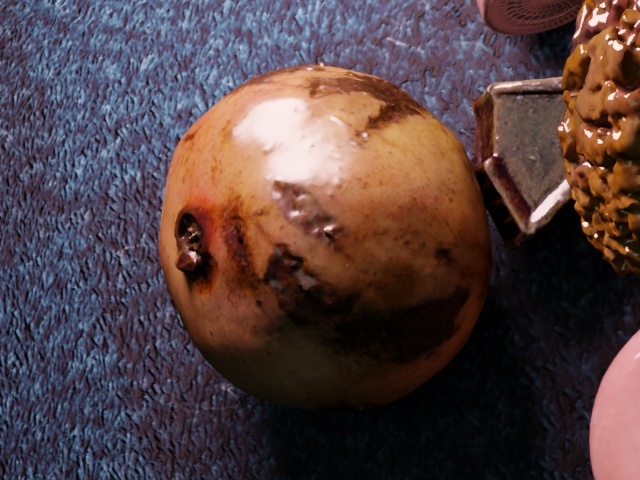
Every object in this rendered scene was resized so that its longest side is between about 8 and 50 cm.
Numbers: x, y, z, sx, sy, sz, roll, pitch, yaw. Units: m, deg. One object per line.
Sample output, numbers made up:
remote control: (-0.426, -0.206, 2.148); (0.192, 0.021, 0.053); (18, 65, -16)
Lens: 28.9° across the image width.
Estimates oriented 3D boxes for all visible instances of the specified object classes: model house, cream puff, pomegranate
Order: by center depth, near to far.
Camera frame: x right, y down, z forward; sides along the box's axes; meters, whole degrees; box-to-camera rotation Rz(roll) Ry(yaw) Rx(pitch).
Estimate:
cream puff: (0.308, -0.117, 0.942); (0.231, 0.327, 0.342); (11, 62, 27)
pomegranate: (0.000, 0.000, 1.117); (0.322, 0.322, 0.322); (-7, 74, 27)
model house: (0.189, -0.066, 1.122); (0.106, 0.165, 0.152); (5, 85, 0)

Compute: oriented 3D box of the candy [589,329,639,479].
candy: (0.346, 0.160, 0.989); (0.255, 0.094, 0.255); (-9, 72, 28)

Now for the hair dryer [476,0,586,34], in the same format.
hair dryer: (0.290, -0.352, 1.157); (0.353, 0.125, 0.210); (-19, 67, 13)
